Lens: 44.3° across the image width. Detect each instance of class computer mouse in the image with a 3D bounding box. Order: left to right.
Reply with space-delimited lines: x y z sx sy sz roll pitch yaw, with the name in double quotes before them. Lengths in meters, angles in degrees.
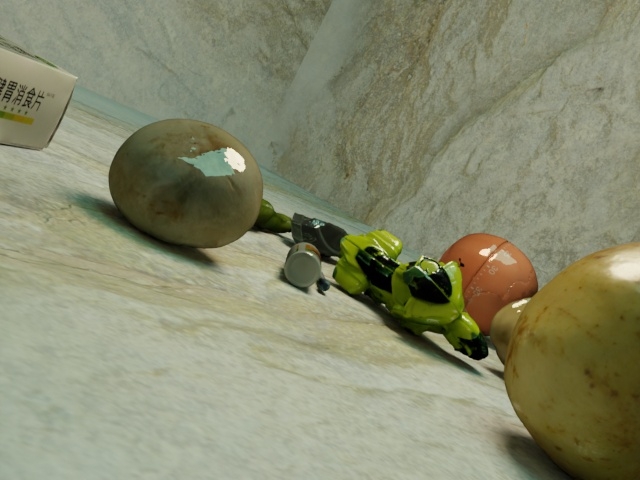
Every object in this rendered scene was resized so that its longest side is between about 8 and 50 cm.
"computer mouse" 0.001 0.003 1.777 0.126 0.071 0.231 16 -10 25

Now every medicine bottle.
"medicine bottle" -0.020 0.046 1.380 0.092 0.061 0.220 51 4 -6

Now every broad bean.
"broad bean" -0.119 -0.052 1.703 0.075 0.067 0.325 15 -2 22

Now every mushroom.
"mushroom" -0.194 -0.075 1.155 0.227 0.178 0.226 9 36 -6

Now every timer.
"timer" 0.378 0.103 1.815 0.215 0.229 0.230 40 11 25

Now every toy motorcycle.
"toy motorcycle" 0.156 0.086 1.413 0.342 0.142 0.206 33 -30 46

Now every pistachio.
"pistachio" 0.447 0.209 1.452 0.293 0.181 0.162 19 -21 -6

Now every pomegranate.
"pomegranate" 0.401 0.173 0.960 0.343 0.342 0.342 27 6 -3

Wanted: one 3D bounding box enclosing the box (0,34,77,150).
"box" -0.528 -0.244 1.179 0.173 0.145 0.333 30 6 6
